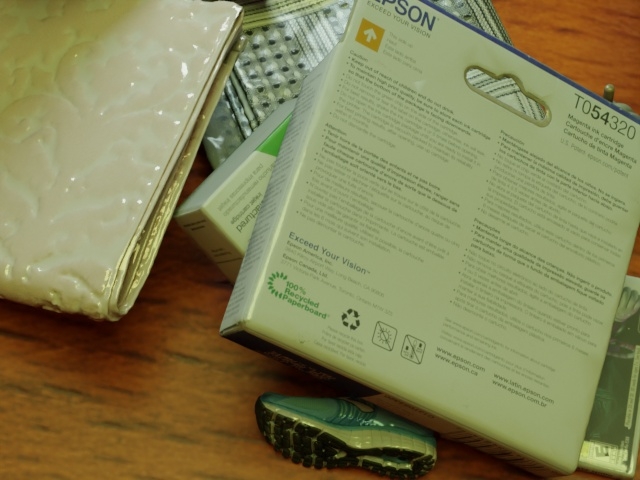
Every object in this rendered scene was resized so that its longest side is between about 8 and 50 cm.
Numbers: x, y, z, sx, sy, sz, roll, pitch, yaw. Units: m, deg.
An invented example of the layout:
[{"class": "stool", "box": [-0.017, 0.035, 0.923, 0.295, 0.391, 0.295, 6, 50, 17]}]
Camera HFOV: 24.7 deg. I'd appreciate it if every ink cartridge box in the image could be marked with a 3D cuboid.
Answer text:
[{"class": "ink cartridge box", "box": [0.000, 0.000, 1.270, 0.208, 0.087, 0.153, 47, 70, -14]}, {"class": "ink cartridge box", "box": [0.112, -0.011, 1.232, 0.324, 0.071, 0.330, 26, 68, -19]}]

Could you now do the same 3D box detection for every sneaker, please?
[{"class": "sneaker", "box": [0.022, 0.157, 1.272, 0.162, 0.063, 0.073, 13, 49, -2]}]

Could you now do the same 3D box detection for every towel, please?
[{"class": "towel", "box": [0.023, -0.180, 1.419, 0.324, 0.056, 0.312, -18, 68, -9]}, {"class": "towel", "box": [-0.257, -0.093, 1.317, 0.331, 0.053, 0.317, 10, 63, 27]}]

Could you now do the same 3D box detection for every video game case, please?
[{"class": "video game case", "box": [0.209, 0.106, 1.313, 0.173, 0.022, 0.190, 13, 66, 4]}]

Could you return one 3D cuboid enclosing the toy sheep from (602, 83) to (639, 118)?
[{"class": "toy sheep", "box": [0.266, -0.094, 1.371, 0.091, 0.091, 0.132, -18, 58, -10]}]
